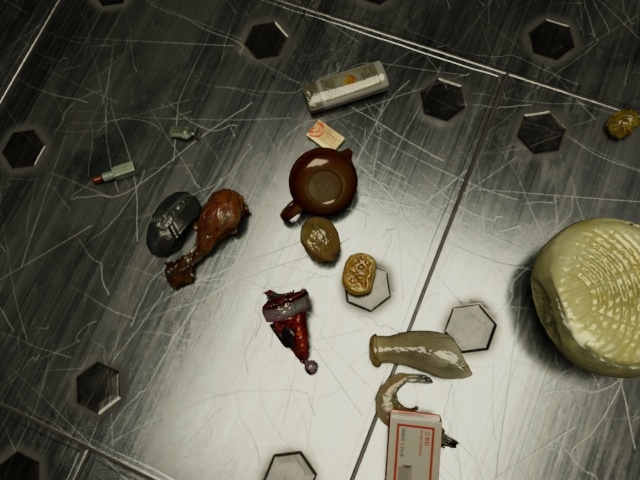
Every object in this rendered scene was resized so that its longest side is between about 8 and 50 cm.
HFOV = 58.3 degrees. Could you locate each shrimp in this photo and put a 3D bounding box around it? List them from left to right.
[{"bbox_3d":[0.242,0.402,1.365,0.219,0.046,0.152,28,83,11],"label":"shrimp"}]

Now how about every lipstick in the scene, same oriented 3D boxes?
[{"bbox_3d":[-0.572,-0.182,1.584,0.129,0.030,0.030,-19,76,0],"label":"lipstick"}]

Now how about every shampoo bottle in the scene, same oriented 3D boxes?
[{"bbox_3d":[0.068,-0.421,1.576,0.227,0.056,0.086,-17,74,1],"label":"shampoo bottle"}]

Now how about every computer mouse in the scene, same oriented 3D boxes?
[{"bbox_3d":[-0.397,-0.046,1.520,0.105,0.062,0.192,29,82,11],"label":"computer mouse"}]

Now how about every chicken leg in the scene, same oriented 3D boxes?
[{"bbox_3d":[-0.300,-0.001,1.493,0.113,0.093,0.304,35,86,-1],"label":"chicken leg"}]

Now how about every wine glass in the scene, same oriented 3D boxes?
[{"bbox_3d":[-0.377,-0.301,1.595,0.083,0.039,0.042,9,79,11],"label":"wine glass"}]

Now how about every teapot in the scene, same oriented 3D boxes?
[{"bbox_3d":[-0.009,-0.143,1.489,0.252,0.135,0.178,-41,106,12],"label":"teapot"}]

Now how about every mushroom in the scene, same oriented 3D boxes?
[{"bbox_3d":[0.239,0.267,1.374,0.246,0.096,0.108,7,77,11],"label":"mushroom"}]

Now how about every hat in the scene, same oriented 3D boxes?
[{"bbox_3d":[-0.068,0.227,1.416,0.140,0.128,0.228,-18,92,42],"label":"hat"}]

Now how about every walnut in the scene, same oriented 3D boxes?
[{"bbox_3d":[0.000,0.000,1.456,0.105,0.105,0.124,-33,76,-4],"label":"walnut"}]

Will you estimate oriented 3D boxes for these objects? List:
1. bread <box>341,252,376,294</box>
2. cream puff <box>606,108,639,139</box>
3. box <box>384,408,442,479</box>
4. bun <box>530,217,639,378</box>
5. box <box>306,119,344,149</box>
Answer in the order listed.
[{"bbox_3d":[0.098,0.084,1.456,0.083,0.044,0.111,9,76,11],"label":"bread"},{"bbox_3d":[0.785,-0.306,1.486,0.083,0.058,0.083,-10,74,4],"label":"cream puff"},{"bbox_3d":[0.210,0.501,1.311,0.122,0.050,0.230,4,90,8],"label":"box"},{"bbox_3d":[0.656,0.137,1.316,0.364,0.202,0.365,-1,70,2],"label":"bun"},{"bbox_3d":[0.014,-0.282,1.567,0.093,0.015,0.058,39,84,12],"label":"box"}]
